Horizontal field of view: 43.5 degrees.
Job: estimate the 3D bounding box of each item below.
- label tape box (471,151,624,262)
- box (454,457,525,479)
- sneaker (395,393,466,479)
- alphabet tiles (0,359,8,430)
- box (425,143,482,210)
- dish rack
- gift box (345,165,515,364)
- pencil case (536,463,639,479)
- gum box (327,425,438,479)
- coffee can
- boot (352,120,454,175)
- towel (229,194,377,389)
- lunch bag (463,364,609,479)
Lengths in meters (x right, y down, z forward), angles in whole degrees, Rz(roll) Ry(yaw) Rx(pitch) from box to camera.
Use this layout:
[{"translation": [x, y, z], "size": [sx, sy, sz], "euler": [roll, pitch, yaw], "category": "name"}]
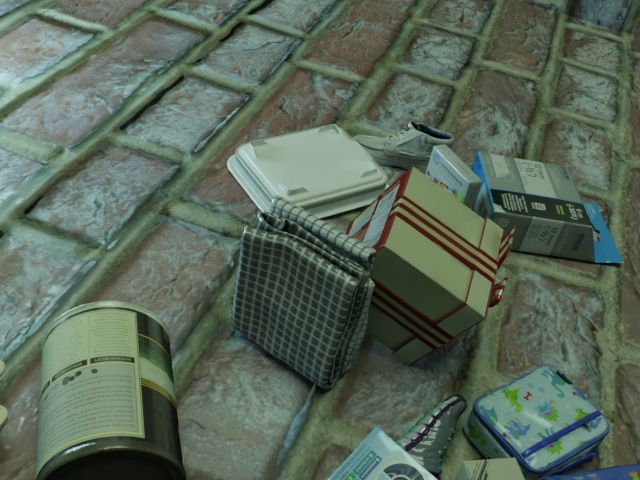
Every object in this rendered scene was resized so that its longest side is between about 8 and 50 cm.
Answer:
[{"translation": [0.541, -0.079, 1.908], "size": [0.347, 0.115, 0.249], "euler": [7, 38, -5], "category": "label tape box"}, {"translation": [0.276, 0.461, 1.162], "size": [0.094, 0.113, 0.275], "euler": [0, 38, -14], "category": "box"}, {"translation": [0.180, 0.347, 1.314], "size": [0.223, 0.083, 0.098], "euler": [-33, 66, -29], "category": "sneaker"}, {"translation": [-0.605, 0.243, 1.148], "size": [0.284, 0.021, 0.278], "euler": [21, 41, 9], "category": "alphabet tiles"}, {"translation": [0.282, -0.097, 1.796], "size": [0.038, 0.186, 0.145], "euler": [-11, 44, -27], "category": "box"}, {"translation": [-0.022, -0.172, 1.882], "size": [0.332, 0.072, 0.285], "euler": [-16, 47, -29], "category": "dish rack"}, {"translation": [0.193, 0.039, 1.483], "size": [0.258, 0.255, 0.276], "euler": [36, 51, -11], "category": "gift box"}, {"translation": [0.483, 0.423, 1.261], "size": [0.305, 0.119, 0.133], "euler": [0, 48, -17], "category": "pencil case"}, {"translation": [0.101, 0.397, 1.193], "size": [0.184, 0.041, 0.157], "euler": [37, 72, 29], "category": "gum box"}, {"translation": [-0.310, 0.253, 1.175], "size": [0.201, 0.202, 0.275], "euler": [0, 40, -16], "category": "coffee can"}, {"translation": [0.204, -0.251, 2.015], "size": [0.258, 0.123, 0.095], "euler": [13, 38, 1], "category": "boot"}, {"translation": [-0.035, 0.097, 1.385], "size": [0.235, 0.284, 0.121], "euler": [31, 42, 23], "category": "towel"}, {"translation": [0.375, 0.322, 1.383], "size": [0.218, 0.090, 0.176], "euler": [-15, 49, -30], "category": "lunch bag"}]
